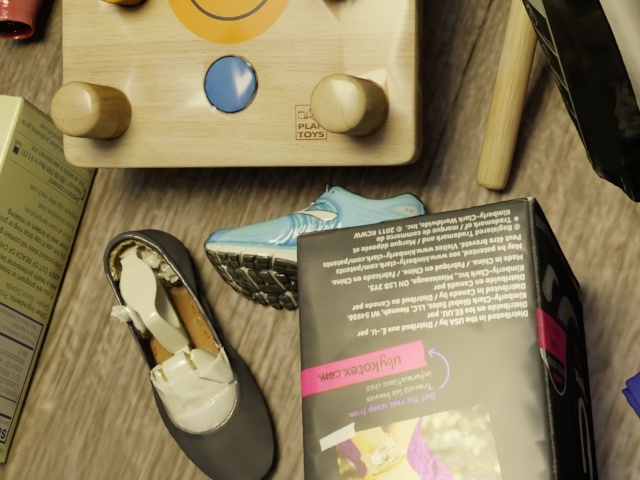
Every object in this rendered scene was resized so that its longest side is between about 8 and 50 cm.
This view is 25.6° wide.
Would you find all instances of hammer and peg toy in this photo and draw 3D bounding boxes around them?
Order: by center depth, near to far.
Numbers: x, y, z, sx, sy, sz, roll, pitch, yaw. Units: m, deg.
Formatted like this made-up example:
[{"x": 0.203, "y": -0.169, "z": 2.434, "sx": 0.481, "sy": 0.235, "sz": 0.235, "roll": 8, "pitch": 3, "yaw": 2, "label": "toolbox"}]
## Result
[{"x": -0.005, "y": -0.167, "z": 0.916, "sx": 0.361, "sy": 0.127, "sz": 0.266, "roll": 2, "pitch": 92, "yaw": 19, "label": "hammer and peg toy"}]

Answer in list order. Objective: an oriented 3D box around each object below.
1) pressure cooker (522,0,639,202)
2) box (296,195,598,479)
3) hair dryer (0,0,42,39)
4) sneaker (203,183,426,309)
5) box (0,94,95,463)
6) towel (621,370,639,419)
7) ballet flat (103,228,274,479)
[{"x": 0.271, "y": -0.203, "z": 0.667, "sx": 0.370, "sy": 0.420, "sz": 0.375, "roll": 22, "pitch": 66, "yaw": 46, "label": "pressure cooker"}, {"x": 0.080, "y": 0.134, "z": 0.809, "sx": 0.143, "sy": 0.165, "sz": 0.270, "roll": -8, "pitch": 70, "yaw": 17, "label": "box"}, {"x": -0.180, "y": -0.286, "z": 1.105, "sx": 0.223, "sy": 0.080, "sz": 0.293, "roll": 34, "pitch": 87, "yaw": 27, "label": "hair dryer"}, {"x": 0.000, "y": 0.000, "z": 0.958, "sx": 0.162, "sy": 0.063, "sz": 0.073, "roll": -3, "pitch": 52, "yaw": 17, "label": "sneaker"}, {"x": -0.309, "y": 0.016, "z": 1.028, "sx": 0.213, "sy": 0.117, "sz": 0.243, "roll": 9, "pitch": 74, "yaw": 23, "label": "box"}, {"x": 0.355, "y": 0.091, "z": 0.777, "sx": 0.308, "sy": 0.076, "sz": 0.228, "roll": -35, "pitch": 70, "yaw": 6, "label": "towel"}, {"x": -0.096, "y": 0.074, "z": 0.952, "sx": 0.074, "sy": 0.074, "sz": 0.203, "roll": -31, "pitch": 64, "yaw": 8, "label": "ballet flat"}]
